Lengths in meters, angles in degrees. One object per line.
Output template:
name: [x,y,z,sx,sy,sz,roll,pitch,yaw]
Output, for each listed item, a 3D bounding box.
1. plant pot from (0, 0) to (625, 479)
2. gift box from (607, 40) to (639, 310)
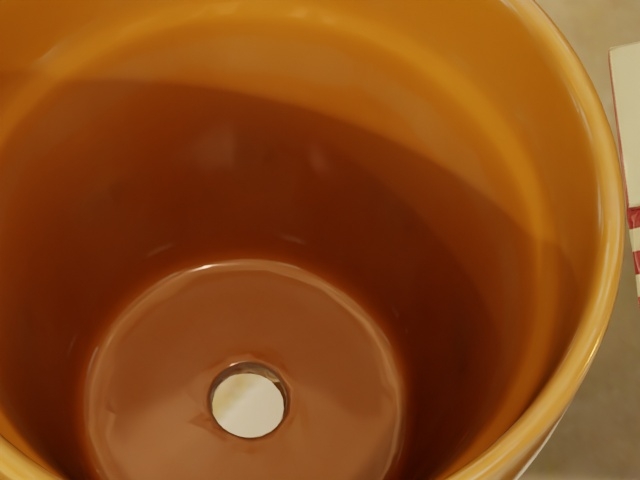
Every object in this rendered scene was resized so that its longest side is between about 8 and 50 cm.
plant pot: [-0.024,0.025,0.598,0.205,0.205,0.188,-12,156,-9]
gift box: [0.305,0.000,0.907,0.276,0.258,0.255,-12,92,-47]
